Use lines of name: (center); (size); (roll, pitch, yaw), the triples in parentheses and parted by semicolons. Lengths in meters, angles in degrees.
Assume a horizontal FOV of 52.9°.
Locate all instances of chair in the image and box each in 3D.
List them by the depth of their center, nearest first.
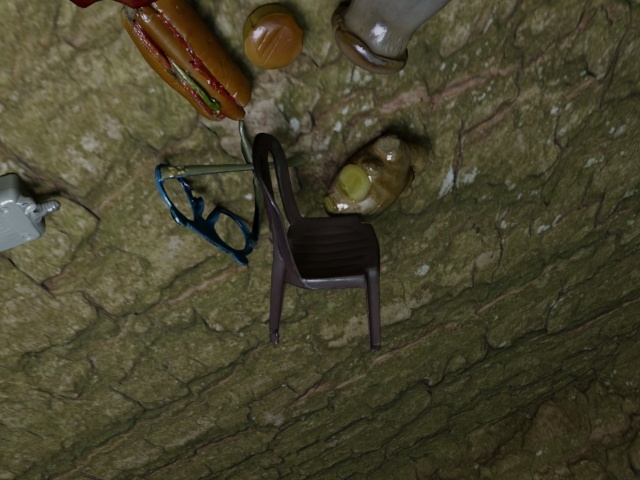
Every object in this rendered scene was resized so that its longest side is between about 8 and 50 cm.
chair: (0.000, 0.000, 0.982); (0.183, 0.175, 0.326); (-2, 129, -1)

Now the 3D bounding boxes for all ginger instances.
ginger: (0.080, -0.091, 1.092); (0.216, 0.102, 0.157); (-46, 160, 22)

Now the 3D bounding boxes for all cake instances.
cake: (-0.062, -0.270, 0.859); (0.084, 0.044, 0.084); (-12, 140, -10)

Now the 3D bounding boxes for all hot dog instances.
hot dog: (-0.163, -0.231, 0.843); (0.092, 0.062, 0.236); (-35, 141, 10)

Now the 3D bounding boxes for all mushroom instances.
mushroom: (0.154, -0.374, 0.762); (0.137, 0.154, 0.407); (-43, 169, -50)

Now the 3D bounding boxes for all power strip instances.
power strip: (-0.541, -0.008, 0.924); (0.338, 0.058, 0.098); (-19, 141, -4)

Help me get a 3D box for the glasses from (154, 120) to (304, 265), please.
glasses: (-0.138, -0.090, 1.025); (0.207, 0.102, 0.239); (-53, 138, -6)

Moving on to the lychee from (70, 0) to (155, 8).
lychee: (-0.131, -0.371, 0.415); (0.500, 0.424, 0.424); (-11, 140, -9)
